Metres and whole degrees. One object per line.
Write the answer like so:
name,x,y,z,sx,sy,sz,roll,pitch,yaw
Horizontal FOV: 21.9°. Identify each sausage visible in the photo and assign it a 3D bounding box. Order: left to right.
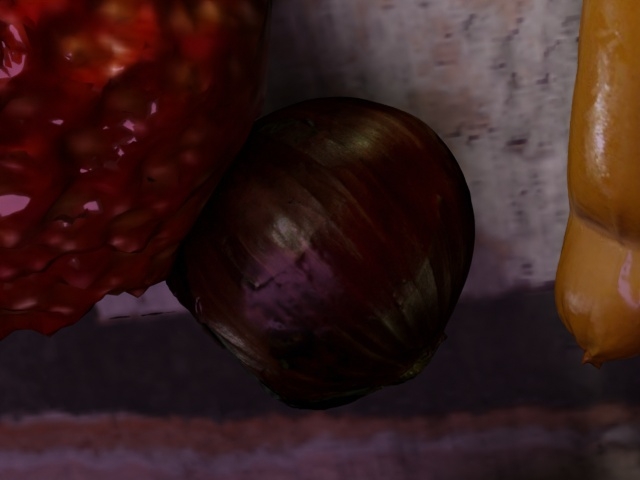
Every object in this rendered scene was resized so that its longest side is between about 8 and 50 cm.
sausage,0.116,-0.039,0.565,0.062,0.054,0.183,22,122,38

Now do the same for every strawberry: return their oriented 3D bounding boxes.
strawberry,-0.184,-0.097,0.493,0.351,0.267,0.312,12,92,1

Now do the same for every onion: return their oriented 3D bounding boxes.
onion,0.000,0.000,0.574,0.118,0.117,0.118,0,95,-4
